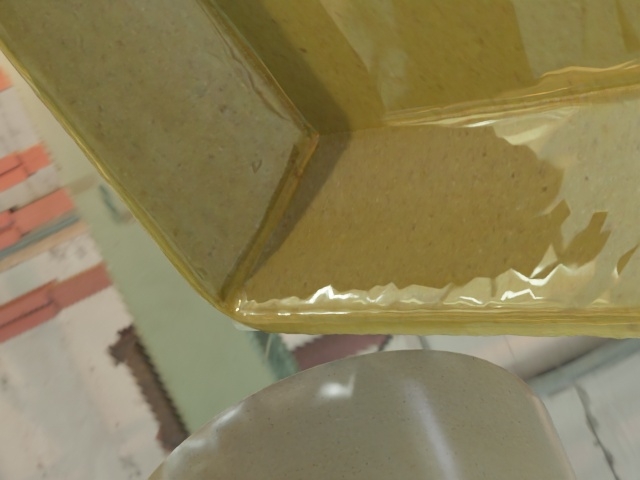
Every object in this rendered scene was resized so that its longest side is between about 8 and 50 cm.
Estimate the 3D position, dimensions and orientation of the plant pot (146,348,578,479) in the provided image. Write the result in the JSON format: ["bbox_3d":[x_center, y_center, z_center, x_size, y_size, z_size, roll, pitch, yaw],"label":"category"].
[{"bbox_3d":[0.055,0.235,0.855,0.257,0.274,0.256,-13,-49,-15],"label":"plant pot"}]

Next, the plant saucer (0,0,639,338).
[{"bbox_3d":[-0.020,-0.119,0.521,0.081,0.333,0.333,-47,-69,-25],"label":"plant saucer"}]

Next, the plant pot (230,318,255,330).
[{"bbox_3d":[0.000,0.000,1.232,0.095,0.134,0.134,7,-81,15],"label":"plant pot"}]
